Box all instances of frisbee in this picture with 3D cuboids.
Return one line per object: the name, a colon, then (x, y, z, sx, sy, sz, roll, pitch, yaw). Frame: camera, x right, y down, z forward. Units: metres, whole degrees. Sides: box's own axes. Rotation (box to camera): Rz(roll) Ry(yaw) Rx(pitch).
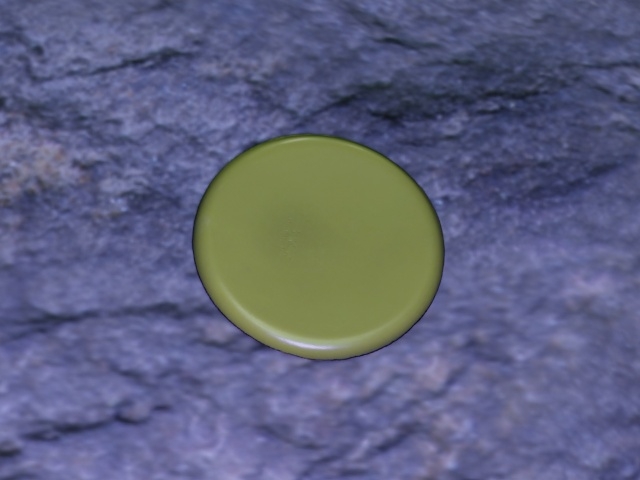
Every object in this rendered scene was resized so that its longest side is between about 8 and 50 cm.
frisbee: (0.000, 0.000, 1.358, 0.236, 0.017, 0.236, 4, 61, -7)
